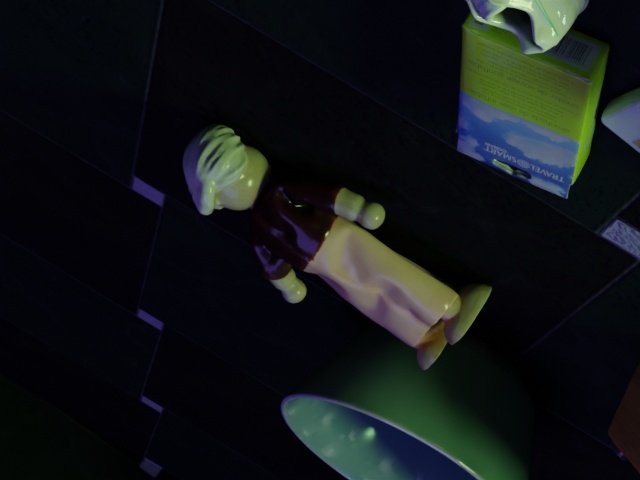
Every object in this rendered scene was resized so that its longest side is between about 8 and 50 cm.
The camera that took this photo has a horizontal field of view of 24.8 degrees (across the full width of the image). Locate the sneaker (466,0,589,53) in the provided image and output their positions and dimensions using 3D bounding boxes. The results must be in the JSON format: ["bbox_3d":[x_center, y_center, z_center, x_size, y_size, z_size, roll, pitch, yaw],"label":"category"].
[{"bbox_3d":[0.116,-0.190,1.008,0.152,0.061,0.053,37,160,-10],"label":"sneaker"}]

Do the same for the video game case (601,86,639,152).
[{"bbox_3d":[0.344,-0.052,1.050,0.227,0.026,0.206,36,158,-13],"label":"video game case"}]

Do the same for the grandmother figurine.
[{"bbox_3d":[0.000,0.000,1.534,0.342,0.104,0.208,36,131,-4],"label":"grandmother figurine"}]

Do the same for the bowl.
[{"bbox_3d":[0.125,0.202,1.704,0.311,0.163,0.311,26,158,12],"label":"bowl"}]

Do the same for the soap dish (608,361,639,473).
[{"bbox_3d":[0.415,0.266,1.410,0.291,0.118,0.229,46,-175,-34],"label":"soap dish"}]

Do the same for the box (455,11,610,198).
[{"bbox_3d":[0.163,-0.109,1.142,0.109,0.042,0.178,26,158,15],"label":"box"}]
